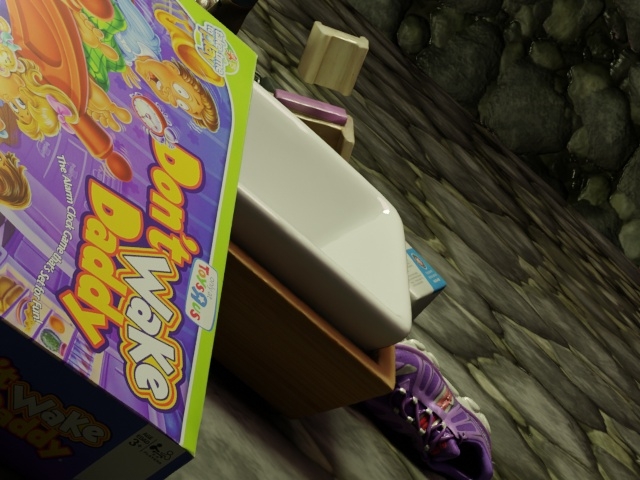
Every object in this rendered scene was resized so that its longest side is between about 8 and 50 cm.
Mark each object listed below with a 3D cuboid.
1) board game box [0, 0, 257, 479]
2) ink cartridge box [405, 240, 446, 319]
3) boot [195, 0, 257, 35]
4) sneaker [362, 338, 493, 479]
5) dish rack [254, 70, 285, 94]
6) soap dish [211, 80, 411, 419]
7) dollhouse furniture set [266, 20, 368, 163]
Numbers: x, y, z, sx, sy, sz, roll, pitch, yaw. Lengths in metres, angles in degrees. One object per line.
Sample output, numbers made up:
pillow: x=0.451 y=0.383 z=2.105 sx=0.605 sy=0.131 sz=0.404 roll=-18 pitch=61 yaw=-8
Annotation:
board game box: x=-0.157 y=-0.052 z=1.013 sx=0.233 sy=0.078 sz=0.347 roll=39 pitch=33 yaw=-25
ink cartridge box: x=0.000 y=0.000 z=1.625 sx=0.203 sy=0.086 sz=0.148 roll=45 pitch=12 yaw=8
boot: x=-0.137 y=-0.266 z=2.043 sx=0.082 sy=0.106 sz=0.219 roll=48 pitch=12 yaw=19
sneaker: x=0.083 y=0.136 z=1.488 sx=0.170 sy=0.068 sz=0.071 roll=38 pitch=19 yaw=-30
dish rack: x=-0.118 y=-0.154 z=1.815 sx=0.271 sy=0.074 sz=0.208 roll=35 pitch=13 yaw=-30
soap dish: x=-0.070 y=-0.022 z=1.333 sx=0.291 sy=0.118 sz=0.229 roll=41 pitch=19 yaw=-17
dollhouse furniture set: x=-0.080 y=-0.238 z=1.474 sx=0.286 sy=0.303 sz=0.198 roll=15 pitch=20 yaw=-11
